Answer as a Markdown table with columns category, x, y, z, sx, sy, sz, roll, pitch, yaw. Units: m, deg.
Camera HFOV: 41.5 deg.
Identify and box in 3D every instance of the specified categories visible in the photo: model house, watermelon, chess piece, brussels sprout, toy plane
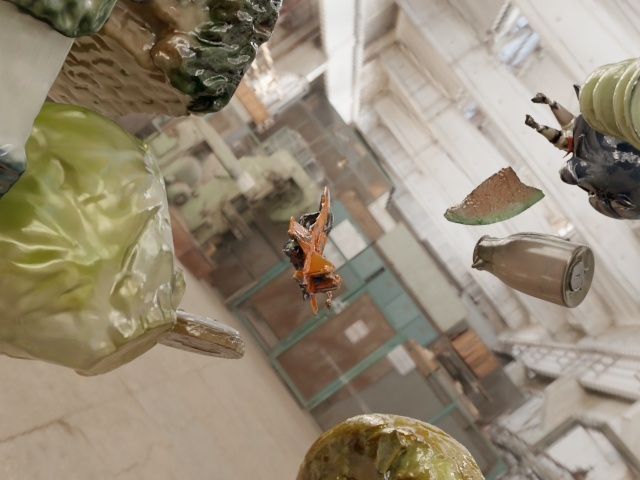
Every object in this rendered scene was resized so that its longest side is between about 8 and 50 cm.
| category | x | y | z | sx | sy | sz | roll | pitch | yaw |
| --- | --- | --- | --- | --- | --- | --- | --- | --- | --- |
| model house | -0.263 | -0.431 | 1.013 | 0.395 | 0.445 | 0.400 | 11 | -21 | 44 |
| watermelon | 0.271 | -0.065 | 1.400 | 0.080 | 0.155 | 0.101 | 57 | -12 | -17 |
| model house | -0.311 | -0.121 | 0.630 | 0.190 | 0.300 | 0.271 | 17 | 9 | -39 |
| chess piece | 0.381 | -0.165 | 0.990 | 0.133 | 0.133 | 0.243 | 53 | 5 | -11 |
| brussels sprout | -0.287 | 0.002 | 0.857 | 0.242 | 0.274 | 0.316 | 116 | -36 | -50 |
| toy plane | -0.011 | 0.002 | 1.033 | 0.188 | 0.062 | 0.135 | -94 | 163 | -47 |

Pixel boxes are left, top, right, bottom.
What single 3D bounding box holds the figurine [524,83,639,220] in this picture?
| category | x | y | z | sx | sy | sz | roll | pitch | yaw |
| --- | --- | --- | --- | --- | --- | --- | --- | --- | --- |
| figurine | 0.460 | -0.136 | 1.337 | 0.265 | 0.175 | 0.197 | 20 | 19 | -40 |

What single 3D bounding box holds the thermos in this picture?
| category | x | y | z | sx | sy | sz | roll | pitch | yaw |
| --- | --- | --- | --- | --- | --- | --- | --- | --- | --- |
| thermos | 0.357 | 0.032 | 1.420 | 0.193 | 0.137 | 0.105 | 15 | -47 | 43 |

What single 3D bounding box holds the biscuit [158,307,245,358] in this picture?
| category | x | y | z | sx | sy | sz | roll | pitch | yaw |
| --- | --- | --- | --- | --- | --- | --- | --- | --- | --- |
| biscuit | -0.203 | 0.133 | 1.263 | 0.208 | 0.049 | 0.181 | -5 | -23 | 46 |

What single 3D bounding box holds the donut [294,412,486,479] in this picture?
| category | x | y | z | sx | sy | sz | roll | pitch | yaw |
| --- | --- | --- | --- | --- | --- | --- | --- | --- | --- |
| donut | 0.092 | 0.425 | 1.162 | 0.170 | 0.360 | 0.360 | 23 | 19 | -40 |
